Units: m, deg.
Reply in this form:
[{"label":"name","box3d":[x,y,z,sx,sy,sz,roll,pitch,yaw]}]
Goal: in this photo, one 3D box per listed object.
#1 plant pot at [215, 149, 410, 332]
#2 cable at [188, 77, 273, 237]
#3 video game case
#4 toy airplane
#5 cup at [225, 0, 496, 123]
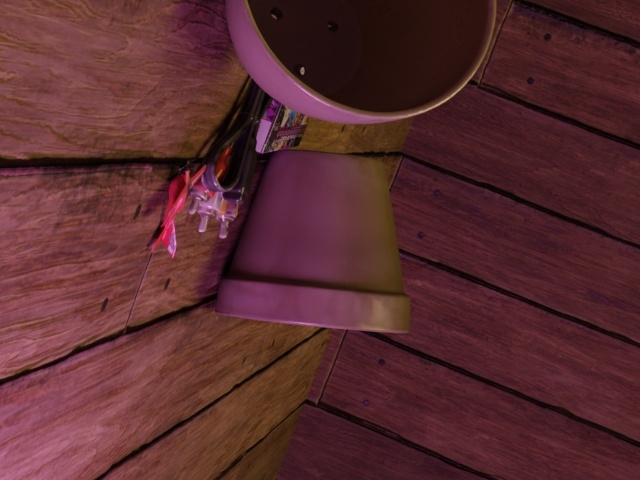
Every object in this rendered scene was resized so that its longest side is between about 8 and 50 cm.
[{"label":"plant pot","box3d":[0.000,0.000,2.209,0.323,0.323,0.281,11,85,-81]},{"label":"cable","box3d":[-0.124,-0.152,1.889,0.139,0.072,0.287,46,53,-61]},{"label":"video game case","box3d":[-0.041,-0.244,2.092,0.232,0.041,0.210,-29,140,-75]},{"label":"toy airplane","box3d":[-0.190,-0.043,1.753,0.151,0.028,0.151,20,90,-85]},{"label":"cup","box3d":[0.016,-0.284,1.655,0.331,0.331,0.237,-65,-164,-18]}]
